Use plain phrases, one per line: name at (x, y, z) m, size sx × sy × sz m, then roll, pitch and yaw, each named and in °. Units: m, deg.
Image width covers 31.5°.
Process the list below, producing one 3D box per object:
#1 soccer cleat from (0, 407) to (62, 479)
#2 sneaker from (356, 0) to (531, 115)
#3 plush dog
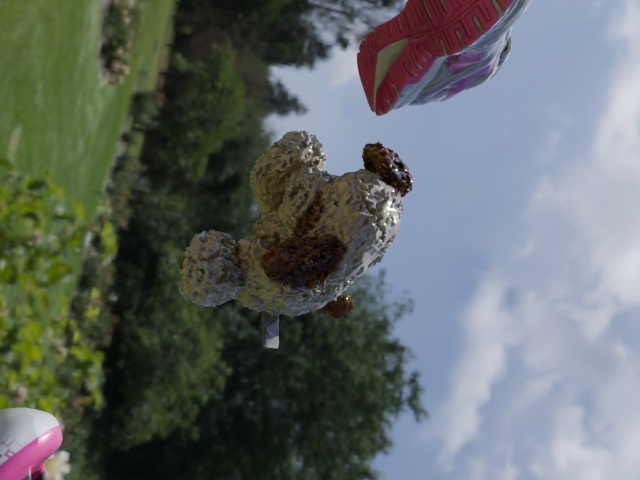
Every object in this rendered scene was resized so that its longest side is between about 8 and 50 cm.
soccer cleat at (-0.324, 0.187, 0.712) m, size 0.331 × 0.143 × 0.116 m, roll -38°, pitch 175°, yaw -5°
sneaker at (0.136, -0.208, 1.095) m, size 0.252 × 0.111 × 0.102 m, roll -34°, pitch -112°, yaw 58°
plush dog at (0.000, 0.000, 1.264) m, size 0.262 × 0.210 × 0.225 m, roll -52°, pitch -167°, yaw -30°
